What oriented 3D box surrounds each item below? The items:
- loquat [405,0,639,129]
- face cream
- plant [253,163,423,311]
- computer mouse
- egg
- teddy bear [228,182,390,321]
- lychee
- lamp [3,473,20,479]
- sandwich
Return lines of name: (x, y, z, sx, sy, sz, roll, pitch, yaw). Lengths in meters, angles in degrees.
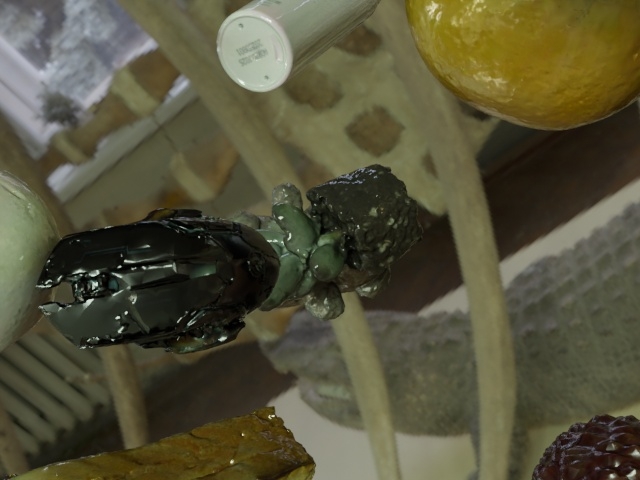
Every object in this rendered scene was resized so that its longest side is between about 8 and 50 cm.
loquat: (0.218, -0.240, 1.033, 0.275, 0.275, 0.275, -36, 25, 20)
face cream: (-0.003, -0.286, 1.290, 0.102, 0.102, 0.345, -27, 14, 36)
plant: (0.002, 0.000, 1.481, 0.274, 0.149, 0.146, -24, 30, -10)
computer mouse: (-0.149, 0.034, 1.011, 0.242, 0.146, 0.077, -10, -13, -18)
egg: (-0.366, 0.029, 1.122, 0.162, 0.206, 0.271, 6, 53, 13)
teddy bear: (-0.019, 0.019, 1.628, 0.267, 0.236, 0.151, -12, -23, -11)
lychee: (0.364, 0.356, 1.249, 0.330, 0.306, 0.306, 15, 51, 13)
lamp: (-0.407, 0.360, 1.402, 0.107, 0.107, 0.092, -26, 60, 37)
sandwich: (-0.160, 0.305, 0.913, 0.099, 0.271, 0.301, 51, 138, 47)
